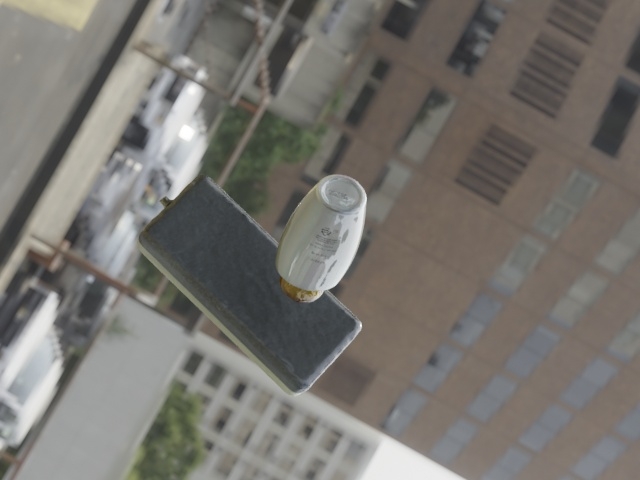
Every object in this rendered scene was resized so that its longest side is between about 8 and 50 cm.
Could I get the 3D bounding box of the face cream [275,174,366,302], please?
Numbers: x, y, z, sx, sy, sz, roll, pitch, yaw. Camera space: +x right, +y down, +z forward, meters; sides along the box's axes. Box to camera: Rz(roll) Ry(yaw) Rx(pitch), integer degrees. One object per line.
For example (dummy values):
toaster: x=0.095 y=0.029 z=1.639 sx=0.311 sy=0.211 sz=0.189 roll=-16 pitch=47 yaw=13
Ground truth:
face cream: x=0.000 y=0.000 z=1.430 sx=0.182 sy=0.072 sz=0.051 roll=113 pitch=-9 yaw=-59

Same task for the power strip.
power strip: x=-0.081 y=0.045 z=1.636 sx=0.105 sy=0.257 sz=0.070 roll=-45 pitch=180 yaw=-22
